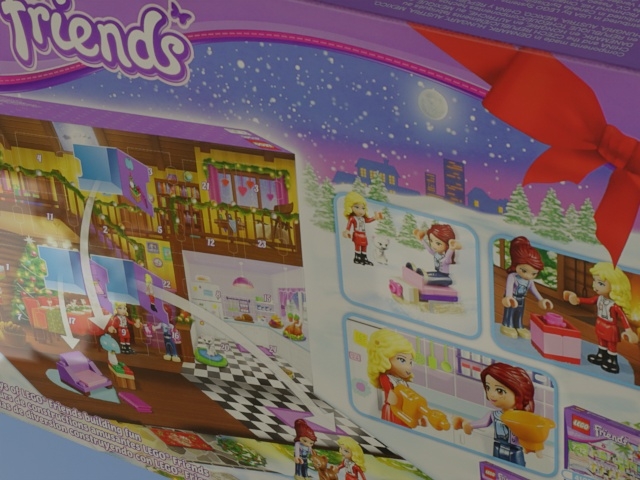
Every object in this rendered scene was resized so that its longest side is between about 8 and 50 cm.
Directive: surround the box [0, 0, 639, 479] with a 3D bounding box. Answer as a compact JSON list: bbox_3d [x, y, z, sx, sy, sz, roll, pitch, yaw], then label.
[{"bbox_3d":[0.000,0.000,0.557,0.057,0.293,0.200,-43,-41,-42],"label":"box"}]
